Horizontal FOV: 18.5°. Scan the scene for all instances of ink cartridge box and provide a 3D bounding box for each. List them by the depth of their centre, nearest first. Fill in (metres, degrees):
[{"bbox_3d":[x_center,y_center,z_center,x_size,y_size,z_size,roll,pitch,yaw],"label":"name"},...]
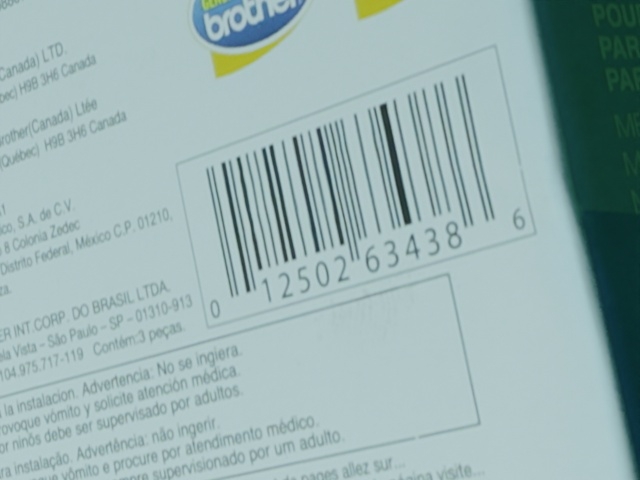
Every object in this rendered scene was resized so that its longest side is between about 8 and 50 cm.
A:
[{"bbox_3d":[0.000,0.000,0.530,0.270,0.151,0.395,-17,83,40],"label":"ink cartridge box"}]
